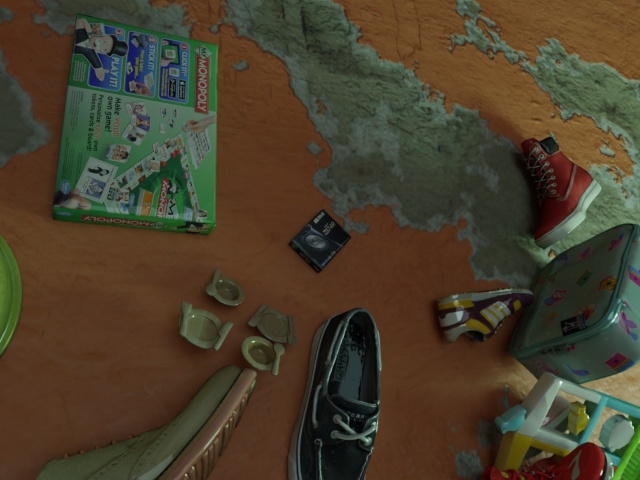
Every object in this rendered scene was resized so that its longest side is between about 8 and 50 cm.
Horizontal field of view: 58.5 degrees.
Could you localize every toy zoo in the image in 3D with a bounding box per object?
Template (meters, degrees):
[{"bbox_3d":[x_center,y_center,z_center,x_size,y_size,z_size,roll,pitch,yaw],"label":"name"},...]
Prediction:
[{"bbox_3d":[0.390,0.320,0.881,0.293,0.030,0.192,21,98,-15],"label":"toy zoo"}]

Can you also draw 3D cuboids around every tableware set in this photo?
[{"bbox_3d":[-0.107,0.113,0.774,0.169,0.020,0.141,29,30,-8],"label":"tableware set"}]

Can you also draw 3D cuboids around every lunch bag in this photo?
[{"bbox_3d":[0.434,0.108,0.942,0.108,0.224,0.279,46,53,-6],"label":"lunch bag"}]

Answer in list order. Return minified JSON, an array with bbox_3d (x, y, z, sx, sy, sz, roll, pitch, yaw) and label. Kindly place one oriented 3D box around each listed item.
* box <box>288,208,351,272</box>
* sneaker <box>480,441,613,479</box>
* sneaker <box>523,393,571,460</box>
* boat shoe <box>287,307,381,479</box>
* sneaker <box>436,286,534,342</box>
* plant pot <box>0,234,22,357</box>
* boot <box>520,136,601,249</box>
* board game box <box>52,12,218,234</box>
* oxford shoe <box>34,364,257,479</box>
[{"bbox_3d":[0.000,0.000,0.903,0.067,0.018,0.083,45,59,-2],"label":"box"},{"bbox_3d":[0.288,0.361,0.804,0.279,0.107,0.118,-32,79,-12],"label":"sneaker"},{"bbox_3d":[0.347,0.295,0.926,0.134,0.070,0.051,-35,129,-7],"label":"sneaker"},{"bbox_3d":[0.033,0.237,0.771,0.108,0.102,0.301,19,63,-17],"label":"boat shoe"},{"bbox_3d":[0.279,0.126,0.956,0.185,0.069,0.084,-4,79,-19],"label":"sneaker"},{"bbox_3d":[-0.449,0.028,0.551,0.276,0.254,0.276,9,67,-21],"label":"plant pot"},{"bbox_3d":[0.430,-0.103,1.105,0.176,0.088,0.244,47,50,0],"label":"boot"},{"bbox_3d":[-0.261,-0.171,0.840,0.213,0.046,0.317,7,67,-23],"label":"board game box"},{"bbox_3d":[-0.225,0.261,0.629,0.146,0.140,0.397,34,48,15],"label":"oxford shoe"}]
